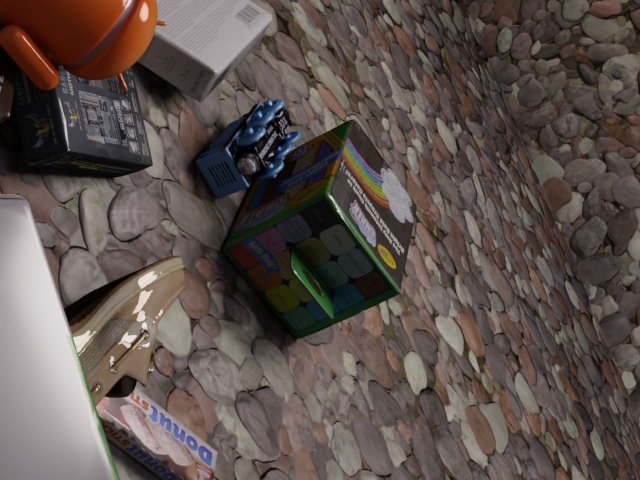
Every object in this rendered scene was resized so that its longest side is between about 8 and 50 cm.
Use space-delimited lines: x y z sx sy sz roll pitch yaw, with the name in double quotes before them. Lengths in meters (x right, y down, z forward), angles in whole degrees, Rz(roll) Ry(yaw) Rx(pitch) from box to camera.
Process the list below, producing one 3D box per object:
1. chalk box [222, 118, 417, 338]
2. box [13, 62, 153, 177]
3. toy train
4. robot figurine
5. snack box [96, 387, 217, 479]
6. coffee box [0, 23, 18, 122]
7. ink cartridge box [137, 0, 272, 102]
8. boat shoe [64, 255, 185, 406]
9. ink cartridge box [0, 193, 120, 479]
"chalk box" 0.000 0.000 1.438 0.180 0.179 0.289 53 29 -21
"box" -0.277 -0.193 1.179 0.183 0.059 0.233 2 73 -71
"toy train" -0.098 -0.133 1.463 0.080 0.105 0.184 62 25 -22
"robot figurine" -0.253 -0.242 1.039 0.219 0.128 0.158 36 32 -38
"snack box" -0.176 0.203 1.097 0.178 0.022 0.064 46 29 -30
"coffee box" -0.407 -0.206 0.976 0.246 0.098 0.141 39 34 -39
"ink cartridge box" -0.213 -0.326 1.494 0.239 0.060 0.275 33 31 -3
"boat shoe" -0.215 0.110 1.022 0.098 0.109 0.302 59 32 -10
"ink cartridge box" -0.289 0.124 0.667 0.121 0.289 0.211 -3 68 -59
